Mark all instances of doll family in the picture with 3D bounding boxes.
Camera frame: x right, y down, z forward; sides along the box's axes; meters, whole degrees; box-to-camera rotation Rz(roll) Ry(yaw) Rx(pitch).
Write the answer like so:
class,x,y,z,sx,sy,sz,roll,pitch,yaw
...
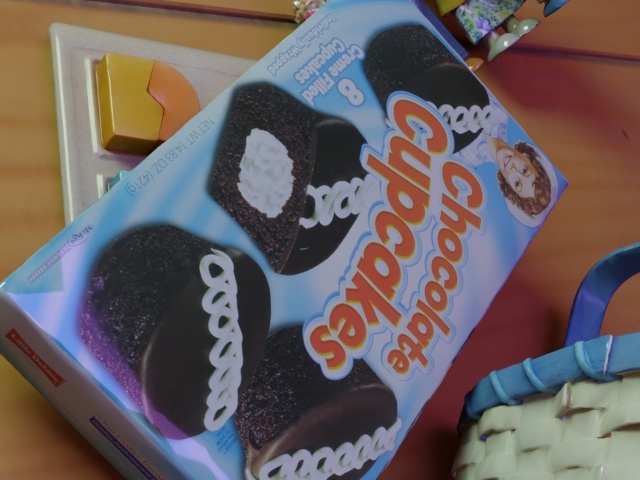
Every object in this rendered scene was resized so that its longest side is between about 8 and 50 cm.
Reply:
class,x,y,z,sx,sy,sz,roll,pitch,yaw
doll family,0.069,-0.192,0.728,0.263,0.118,0.163,-39,92,-26

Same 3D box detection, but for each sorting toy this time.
class,x,y,z,sx,sy,sz,roll,pitch,yaw
sorting toy,-0.055,-0.037,0.567,0.193,0.038,0.208,5,58,-32

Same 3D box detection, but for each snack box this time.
class,x,y,z,sx,sy,sz,roll,pitch,yaw
snack box,0.000,0.000,0.522,0.187,0.060,0.322,47,51,-8

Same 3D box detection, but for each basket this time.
class,x,y,z,sx,sy,sz,roll,pitch,yaw
basket,0.188,0.106,0.501,0.201,0.255,0.289,26,67,-13
